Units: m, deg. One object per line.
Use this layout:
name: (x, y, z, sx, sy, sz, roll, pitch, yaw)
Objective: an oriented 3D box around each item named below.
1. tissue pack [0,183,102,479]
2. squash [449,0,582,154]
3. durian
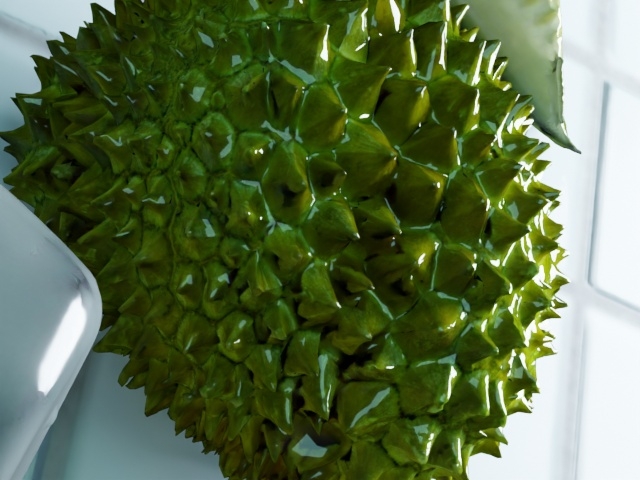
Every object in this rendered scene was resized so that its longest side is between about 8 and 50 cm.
tissue pack: (-0.231, 0.094, 0.498, 0.236, 0.229, 0.333, 30, 53, -2)
squash: (0.107, -0.189, 0.938, 0.252, 0.169, 0.093, 53, 7, -4)
durian: (-0.002, -0.003, 0.750, 0.200, 0.176, 0.237, -38, 106, -20)
